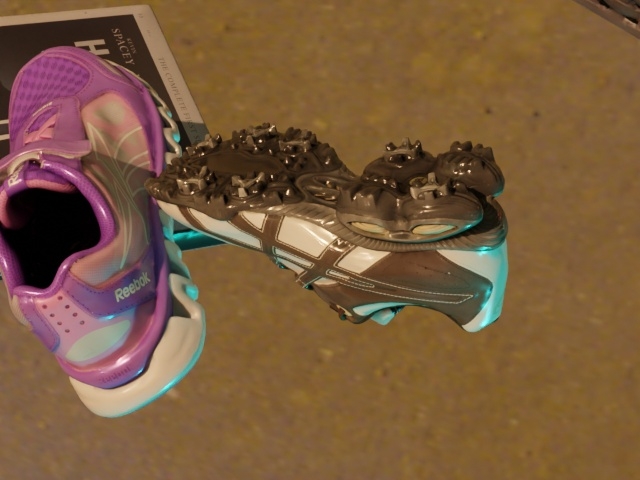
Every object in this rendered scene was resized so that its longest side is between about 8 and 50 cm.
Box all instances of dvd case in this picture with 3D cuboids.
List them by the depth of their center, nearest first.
[{"bbox_3d":[-0.182,-0.058,1.156,0.239,0.179,0.029,-10,149,-28],"label":"dvd case"}]

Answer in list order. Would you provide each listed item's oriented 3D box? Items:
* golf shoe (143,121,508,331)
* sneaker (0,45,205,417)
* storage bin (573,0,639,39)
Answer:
[{"bbox_3d":[0.000,0.000,0.915,0.077,0.198,0.094,-41,127,-38],"label":"golf shoe"},{"bbox_3d":[-0.131,-0.026,1.011,0.095,0.236,0.104,-32,137,17],"label":"sneaker"},{"bbox_3d":[0.153,-0.128,0.523,0.180,0.122,0.084,-51,165,-25],"label":"storage bin"}]
